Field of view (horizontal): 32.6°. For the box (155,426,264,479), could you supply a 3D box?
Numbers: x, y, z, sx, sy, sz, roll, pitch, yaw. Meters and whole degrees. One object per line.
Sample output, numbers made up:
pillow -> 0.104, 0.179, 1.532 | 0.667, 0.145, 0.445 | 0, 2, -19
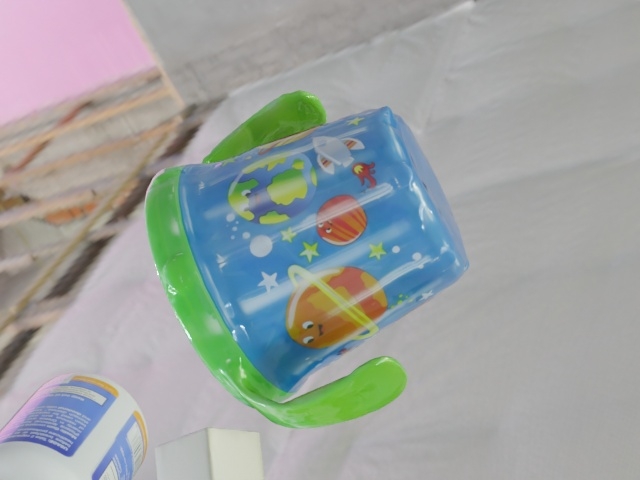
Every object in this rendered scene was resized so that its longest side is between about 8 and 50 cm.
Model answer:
box -> -0.125, 0.373, 1.325 | 0.113, 0.094, 0.275 | -25, -118, 39

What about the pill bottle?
pill bottle -> -0.291, 0.260, 1.158 | 0.152, 0.152, 0.272 | -23, -168, 15

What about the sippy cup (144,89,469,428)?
sippy cup -> 0.000, 0.000, 0.967 | 0.224, 0.305, 0.240 | -26, 173, 11
